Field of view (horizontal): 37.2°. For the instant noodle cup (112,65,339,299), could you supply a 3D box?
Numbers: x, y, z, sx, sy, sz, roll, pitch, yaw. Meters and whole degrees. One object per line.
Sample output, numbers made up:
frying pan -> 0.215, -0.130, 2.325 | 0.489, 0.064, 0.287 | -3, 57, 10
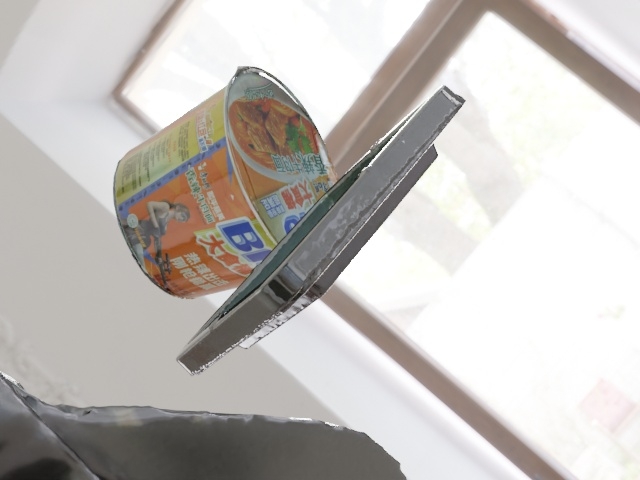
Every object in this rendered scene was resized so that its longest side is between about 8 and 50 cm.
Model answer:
instant noodle cup -> -0.123, -0.056, 1.273 | 0.214, 0.296, 0.296 | -23, 1, 24

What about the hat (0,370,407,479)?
hat -> -0.094, 0.247, 0.502 | 0.257, 0.366, 0.381 | -28, -31, 23

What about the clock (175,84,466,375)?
clock -> 0.001, 0.000, 0.864 | 0.279, 0.049, 0.273 | -49, 5, -30
